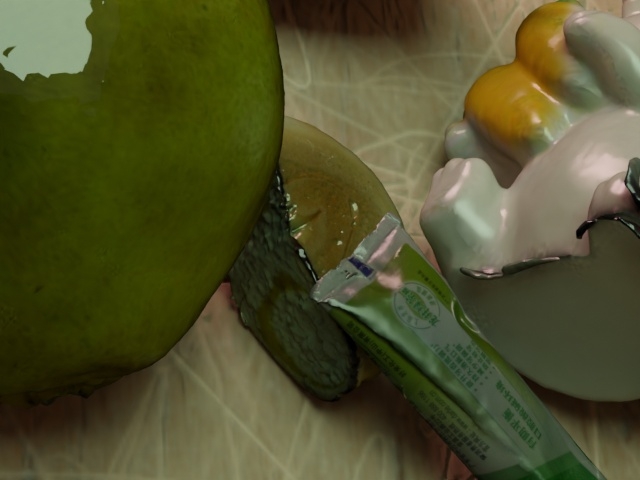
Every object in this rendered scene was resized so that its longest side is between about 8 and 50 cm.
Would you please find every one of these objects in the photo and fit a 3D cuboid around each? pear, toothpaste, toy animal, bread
[{"bbox_3d":[-0.150,-0.077,0.877,0.269,0.269,0.321,1,80,-14],"label":"pear"},{"bbox_3d":[0.096,0.097,0.922,0.248,0.047,0.078,48,53,-4],"label":"toothpaste"},{"bbox_3d":[0.207,-0.047,1.006,0.247,0.183,0.310,38,51,5],"label":"toy animal"},{"bbox_3d":[0.000,0.000,0.969,0.094,0.083,0.157,-29,83,-31],"label":"bread"}]
